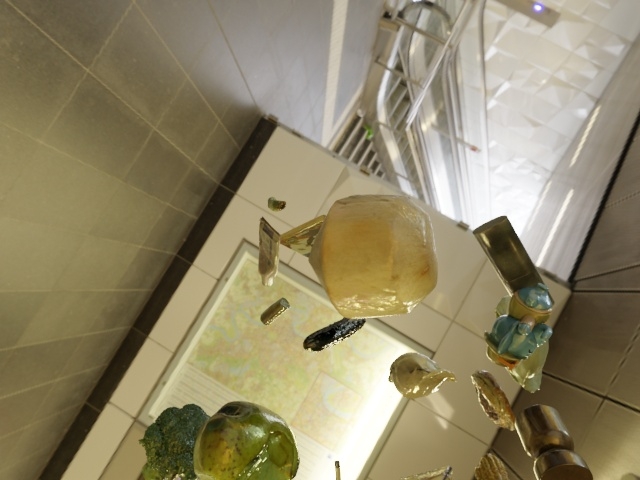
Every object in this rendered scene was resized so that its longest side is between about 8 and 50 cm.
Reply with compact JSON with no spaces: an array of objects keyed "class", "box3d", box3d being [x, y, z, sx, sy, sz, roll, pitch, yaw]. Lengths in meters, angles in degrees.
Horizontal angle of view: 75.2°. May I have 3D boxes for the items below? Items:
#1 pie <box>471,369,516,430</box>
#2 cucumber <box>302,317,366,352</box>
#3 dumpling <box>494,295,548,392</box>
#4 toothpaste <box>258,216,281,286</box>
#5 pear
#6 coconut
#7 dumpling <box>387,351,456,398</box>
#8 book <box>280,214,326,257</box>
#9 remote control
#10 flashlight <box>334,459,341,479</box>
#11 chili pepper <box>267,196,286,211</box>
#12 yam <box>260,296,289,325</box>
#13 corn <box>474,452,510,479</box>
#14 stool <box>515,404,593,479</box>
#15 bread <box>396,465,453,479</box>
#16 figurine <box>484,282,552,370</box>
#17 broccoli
[{"class":"pie","box3d":[0.821,0.754,2.003,0.085,0.309,0.308,-26,171,-4]},{"class":"cucumber","box3d":[0.052,0.311,1.399,0.303,0.081,0.072,-16,114,-54]},{"class":"dumpling","box3d":[0.787,0.389,1.647,0.270,0.211,0.321,-44,137,-51]},{"class":"toothpaste","box3d":[-0.179,0.053,1.433,0.069,0.099,0.283,-59,165,-47]},{"class":"pear","box3d":[-0.171,0.490,1.003,0.238,0.163,0.256,-50,129,-44]},{"class":"coconut","box3d":[0.151,0.048,1.305,0.416,0.415,0.344,-61,159,14]},{"class":"dumpling","box3d":[0.382,0.509,1.534,0.243,0.226,0.176,30,-78,69]},{"class":"book","box3d":[0.000,0.000,2.225,0.299,0.039,0.428,-25,152,22]},{"class":"remote control","box3d":[0.596,0.086,1.273,0.107,0.378,0.044,-27,-154,27]},{"class":"flashlight","box3d":[0.054,0.724,1.295,0.018,0.018,0.084,-117,-158,-69]},{"class":"chili pepper","box3d":[-0.185,-0.145,1.681,0.201,0.050,0.052,-149,-112,-69]},{"class":"yam","box3d":[-0.221,0.340,1.991,0.169,0.068,0.068,-44,-177,30]},{"class":"corn","box3d":[0.533,0.751,1.176,0.101,0.101,0.292,-62,-161,17]},{"class":"stool","box3d":[0.860,0.778,1.552,0.264,0.179,0.179,-76,-168,-64]},{"class":"bread","box3d":[0.437,1.044,1.771,0.236,0.198,0.263,-54,154,7]},{"class":"figurine","box3d":[0.578,0.254,1.212,0.180,0.153,0.262,-53,163,-66]},{"class":"broccoli","box3d":[-0.454,0.652,1.308,0.270,0.270,0.270,-44,177,8]}]
